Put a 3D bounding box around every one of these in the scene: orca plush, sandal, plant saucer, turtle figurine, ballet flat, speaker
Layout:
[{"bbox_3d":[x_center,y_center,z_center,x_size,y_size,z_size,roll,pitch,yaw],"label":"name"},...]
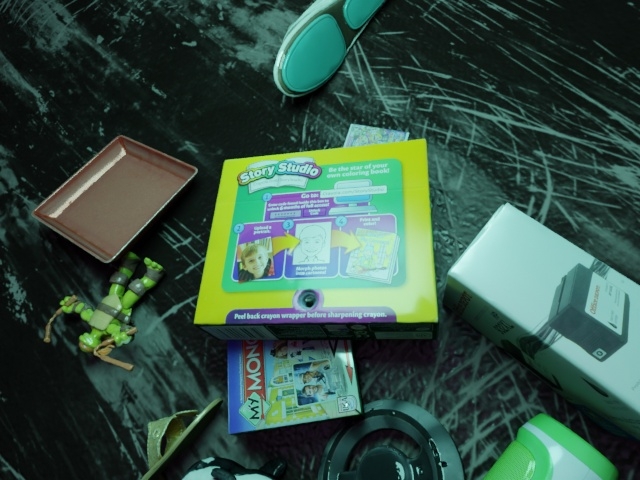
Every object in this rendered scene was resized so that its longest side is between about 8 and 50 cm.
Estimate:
[{"bbox_3d":[-0.081,0.371,0.652,0.287,0.151,0.102,-16,22,35],"label":"orca plush"},{"bbox_3d":[-0.272,0.346,0.717,0.079,0.088,0.240,36,88,15],"label":"sandal"},{"bbox_3d":[-0.421,-0.089,0.887,0.258,0.047,0.259,25,63,24],"label":"plant saucer"},{"bbox_3d":[-0.389,0.134,0.814,0.270,0.087,0.217,13,64,33],"label":"turtle figurine"},{"bbox_3d":[0.012,-0.465,0.915,0.139,0.139,0.400,32,77,21],"label":"ballet flat"},{"bbox_3d":[0.250,0.381,0.556,0.131,0.131,0.296,39,84,22],"label":"speaker"}]

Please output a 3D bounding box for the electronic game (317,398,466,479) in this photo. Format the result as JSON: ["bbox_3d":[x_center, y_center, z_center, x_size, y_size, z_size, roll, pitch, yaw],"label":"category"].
[{"bbox_3d":[0.094,0.346,0.611,0.229,0.048,0.229,-22,44,23],"label":"electronic game"}]

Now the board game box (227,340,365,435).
[{"bbox_3d":[-0.055,0.150,0.731,0.214,0.046,0.317,-12,61,8],"label":"board game box"}]

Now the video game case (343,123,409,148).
[{"bbox_3d":[0.107,-0.186,0.846,0.122,0.011,0.087,14,75,17],"label":"video game case"}]

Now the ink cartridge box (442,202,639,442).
[{"bbox_3d":[0.330,0.116,0.577,0.307,0.223,0.129,39,85,22],"label":"ink cartridge box"}]

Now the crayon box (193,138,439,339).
[{"bbox_3d":[0.000,0.000,0.705,0.363,0.106,0.313,-3,62,13],"label":"crayon box"}]
